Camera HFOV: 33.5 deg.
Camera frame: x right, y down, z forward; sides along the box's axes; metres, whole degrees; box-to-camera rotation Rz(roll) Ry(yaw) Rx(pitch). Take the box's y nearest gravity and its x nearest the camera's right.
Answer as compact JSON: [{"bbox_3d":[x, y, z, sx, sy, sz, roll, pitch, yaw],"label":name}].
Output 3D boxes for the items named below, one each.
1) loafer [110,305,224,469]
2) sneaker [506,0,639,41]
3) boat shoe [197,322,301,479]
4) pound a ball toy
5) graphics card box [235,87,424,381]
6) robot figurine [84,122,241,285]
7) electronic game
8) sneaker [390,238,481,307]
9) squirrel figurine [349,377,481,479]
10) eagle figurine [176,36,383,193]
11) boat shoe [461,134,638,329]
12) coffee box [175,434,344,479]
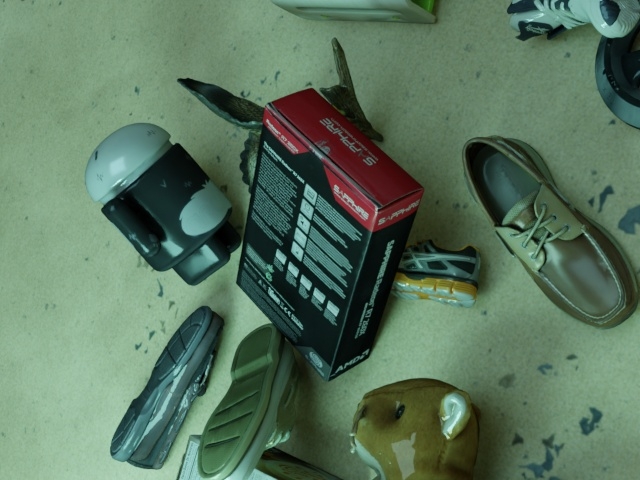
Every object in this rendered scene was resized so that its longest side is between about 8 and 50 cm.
[{"bbox_3d":[-0.237,0.248,1.767,0.302,0.095,0.109,-57,23,8],"label":"loafer"},{"bbox_3d":[0.326,-0.304,1.417,0.153,0.094,0.235,-48,36,31],"label":"sneaker"},{"bbox_3d":[-0.086,0.250,1.532,0.113,0.103,0.302,-24,27,29],"label":"boat shoe"},{"bbox_3d":[0.042,-0.462,1.666,0.319,0.136,0.208,12,88,38],"label":"pound a ball toy"},{"bbox_3d":[0.000,0.000,1.483,0.233,0.094,0.371,44,142,27],"label":"graphics card box"},{"bbox_3d":[-0.259,-0.060,1.741,0.173,0.278,0.209,-43,11,-12],"label":"robot figurine"},{"bbox_3d":[0.457,-0.244,1.350,0.229,0.048,0.229,-17,63,35],"label":"electronic game"},{"bbox_3d":[0.139,0.038,1.522,0.215,0.084,0.083,11,73,35],"label":"sneaker"},{"bbox_3d":[0.162,0.374,1.344,0.397,0.281,0.370,14,75,21],"label":"squirrel figurine"},{"bbox_3d":[-0.062,-0.168,1.654,0.298,0.225,0.226,-8,88,25],"label":"eagle figurine"},{"bbox_3d":[0.284,-0.015,1.390,0.123,0.116,0.324,-49,55,19],"label":"boat shoe"},{"bbox_3d":[-0.077,0.371,1.568,0.246,0.141,0.098,16,91,40],"label":"coffee box"}]
